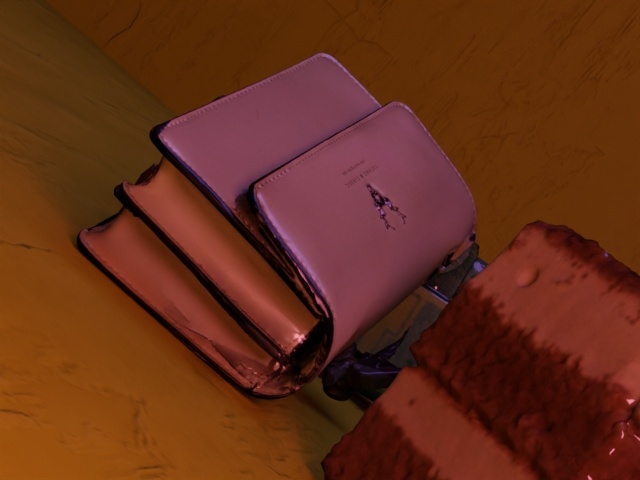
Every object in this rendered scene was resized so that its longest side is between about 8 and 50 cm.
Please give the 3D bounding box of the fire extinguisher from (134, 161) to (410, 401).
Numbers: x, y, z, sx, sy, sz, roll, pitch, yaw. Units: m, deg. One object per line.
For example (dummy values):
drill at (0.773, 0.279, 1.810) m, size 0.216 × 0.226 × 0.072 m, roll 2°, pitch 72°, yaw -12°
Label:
fire extinguisher at (-0.034, 0.044, 1.671) m, size 0.337 × 0.106 × 0.147 m, roll 42°, pitch 41°, yaw 22°

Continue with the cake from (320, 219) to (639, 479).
cake at (0.200, 0.180, 1.255) m, size 0.255 × 0.290 × 0.282 m, roll 39°, pitch 0°, yaw -32°

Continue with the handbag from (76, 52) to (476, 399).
handbag at (-0.016, -0.020, 1.519) m, size 0.237 × 0.160 × 0.358 m, roll 45°, pitch 29°, yaw 6°

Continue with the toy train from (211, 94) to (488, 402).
toy train at (0.000, 0.000, 1.857) m, size 0.369 × 0.237 × 0.150 m, roll 33°, pitch -4°, yaw -7°
